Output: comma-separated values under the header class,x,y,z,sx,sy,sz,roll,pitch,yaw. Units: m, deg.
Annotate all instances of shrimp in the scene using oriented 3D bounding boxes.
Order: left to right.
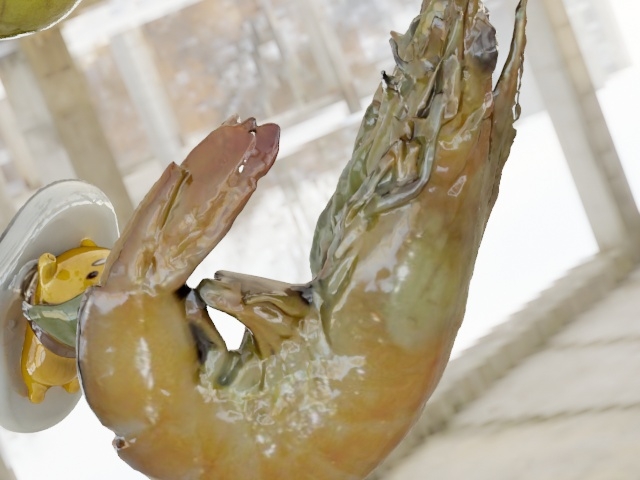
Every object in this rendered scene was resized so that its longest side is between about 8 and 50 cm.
class,x,y,z,sx,sy,sz,roll,pitch,yaw
shrimp,0.000,0.000,0.660,0.150,0.249,0.068,17,-160,-29

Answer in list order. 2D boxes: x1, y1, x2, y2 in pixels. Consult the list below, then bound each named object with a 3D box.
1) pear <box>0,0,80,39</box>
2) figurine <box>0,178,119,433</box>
class,x,y,z,sx,sy,sz,roll,pitch,yaw
pear,-0.210,-0.203,1.138,0.148,0.149,0.162,-19,179,16
figurine,-0.211,0.086,1.583,0.166,0.250,0.141,-15,-148,-39
